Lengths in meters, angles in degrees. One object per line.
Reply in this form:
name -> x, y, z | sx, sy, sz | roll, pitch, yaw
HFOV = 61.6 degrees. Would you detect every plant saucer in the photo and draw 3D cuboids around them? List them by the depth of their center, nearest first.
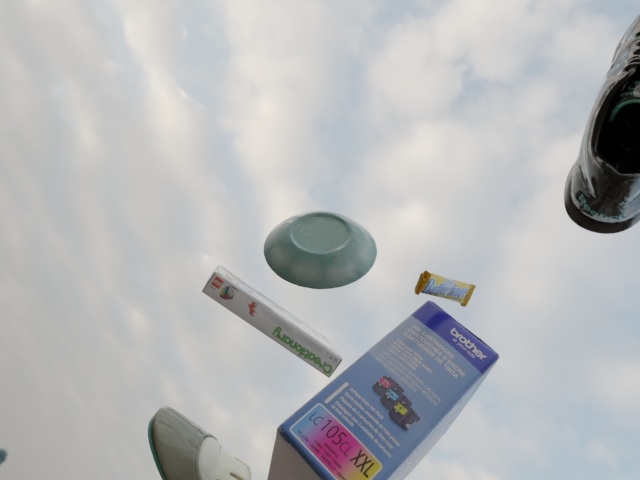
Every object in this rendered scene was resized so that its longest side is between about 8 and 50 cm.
plant saucer -> 0.000, 0.000, 0.905 | 0.194, 0.195, 0.038 | 24, -43, 24

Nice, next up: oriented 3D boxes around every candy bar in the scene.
candy bar -> 0.191, 0.074, 0.820 | 0.018, 0.161, 0.040 | 33, -79, 42

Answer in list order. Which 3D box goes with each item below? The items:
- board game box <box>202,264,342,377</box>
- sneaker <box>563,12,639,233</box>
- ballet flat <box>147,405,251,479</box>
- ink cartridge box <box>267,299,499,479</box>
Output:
board game box -> -0.104, 0.161, 1.125 | 0.305, 0.053, 0.193 | 36, -4, -8
sneaker -> 0.312, -0.136, 0.496 | 0.101, 0.268, 0.106 | 20, -9, 25
ballet flat -> -0.083, 0.237, 0.486 | 0.068, 0.072, 0.214 | -18, -80, 9
ink cartridge box -> 0.111, 0.278, 0.850 | 0.151, 0.395, 0.270 | 39, -38, 24
